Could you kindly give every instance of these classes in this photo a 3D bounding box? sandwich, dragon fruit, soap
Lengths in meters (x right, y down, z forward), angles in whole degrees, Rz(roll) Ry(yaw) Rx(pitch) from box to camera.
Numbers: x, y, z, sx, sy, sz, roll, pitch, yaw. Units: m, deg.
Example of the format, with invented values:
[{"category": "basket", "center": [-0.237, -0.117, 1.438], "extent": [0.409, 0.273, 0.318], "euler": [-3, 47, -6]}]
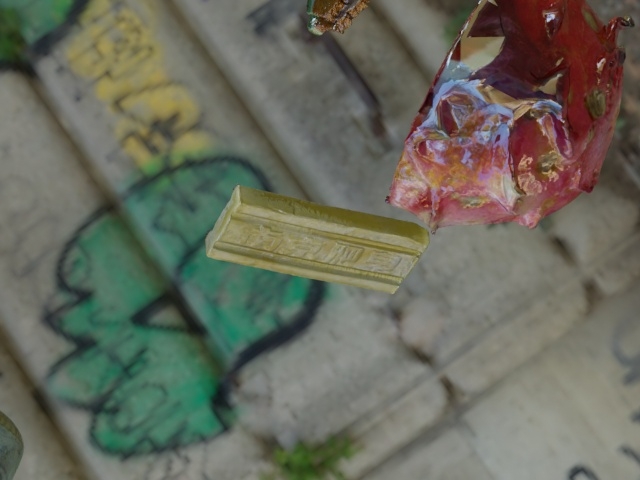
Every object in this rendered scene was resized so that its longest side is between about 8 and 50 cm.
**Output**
[{"category": "sandwich", "center": [0.029, -0.239, 1.470], "extent": [0.029, 0.135, 0.067], "euler": [16, -123, -36]}, {"category": "dragon fruit", "center": [0.179, -0.119, 1.305], "extent": [0.161, 0.274, 0.126], "euler": [29, 174, 4]}, {"category": "soap", "center": [0.000, 0.001, 1.797], "extent": [0.252, 0.092, 0.037], "euler": [12, -138, -25]}]

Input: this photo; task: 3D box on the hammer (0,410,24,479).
[{"category": "hammer", "center": [-0.374, 0.308, 1.696], "extent": [0.113, 0.202, 0.305], "euler": [22, 154, 19]}]
